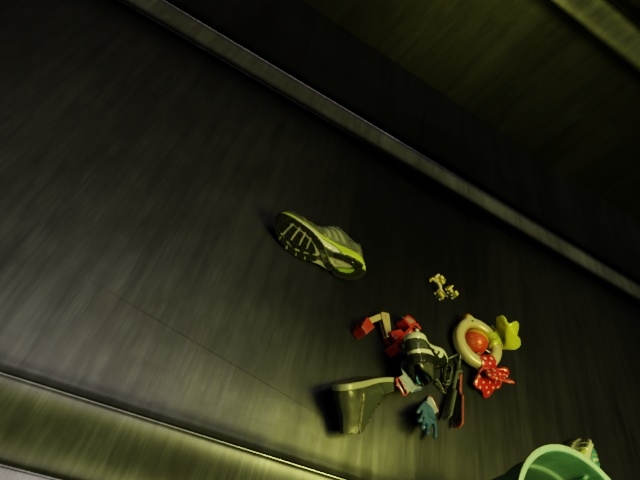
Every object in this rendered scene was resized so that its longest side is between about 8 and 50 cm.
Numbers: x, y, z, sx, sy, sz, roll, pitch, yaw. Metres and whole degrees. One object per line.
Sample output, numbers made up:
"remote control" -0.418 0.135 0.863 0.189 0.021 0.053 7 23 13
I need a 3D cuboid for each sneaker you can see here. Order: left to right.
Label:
"sneaker" 0.000 0.000 1.378 0.299 0.111 0.121 33 34 -19
"sneaker" 0.111 0.398 1.179 0.221 0.083 0.118 7 76 -44
"sneaker" 0.286 0.343 1.305 0.217 0.079 0.121 41 40 -42
"sneaker" 0.755 0.685 1.405 0.275 0.107 0.110 -18 79 -42

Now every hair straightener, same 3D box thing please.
"hair straightener" 0.370 0.409 1.365 0.089 0.047 0.231 35 44 -9

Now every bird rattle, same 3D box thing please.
"bird rattle" 0.499 0.341 1.492 0.206 0.143 0.254 34 56 7

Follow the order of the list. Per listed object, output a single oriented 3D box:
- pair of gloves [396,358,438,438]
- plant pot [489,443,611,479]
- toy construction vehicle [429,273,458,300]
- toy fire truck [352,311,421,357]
"pair of gloves" 0.255 0.413 1.258 0.198 0.023 0.159 63 23 9
"plant pot" 0.425 0.648 1.010 0.340 0.334 0.342 17 49 -21
"toy construction vehicle" 0.410 0.155 1.594 0.085 0.035 0.098 -22 73 -44
"toy fire truck" 0.191 0.251 1.353 0.135 0.047 0.192 51 45 7
